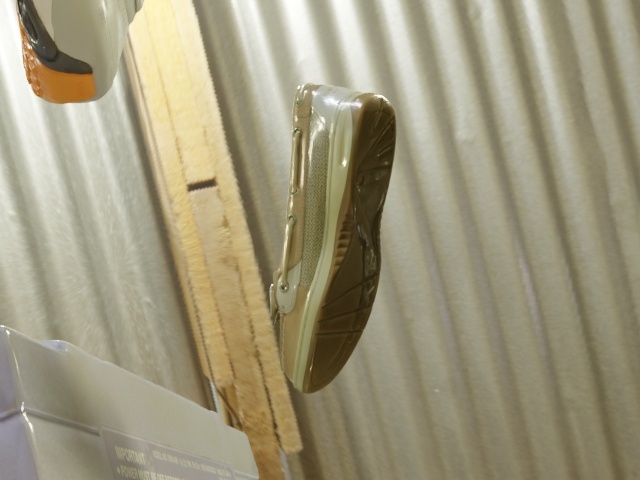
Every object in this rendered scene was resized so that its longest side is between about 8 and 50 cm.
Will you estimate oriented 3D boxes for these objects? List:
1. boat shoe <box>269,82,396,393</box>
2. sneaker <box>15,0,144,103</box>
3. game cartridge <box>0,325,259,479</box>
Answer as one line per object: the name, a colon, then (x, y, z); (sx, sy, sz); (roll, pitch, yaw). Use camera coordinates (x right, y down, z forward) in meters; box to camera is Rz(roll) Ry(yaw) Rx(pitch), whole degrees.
boat shoe: (-0.001, 0.000, 0.509); (0.048, 0.056, 0.153); (16, -74, 30)
sneaker: (-0.088, -0.179, 0.518); (0.121, 0.099, 0.262); (5, -121, -9)
game cartridge: (-0.074, 0.181, 0.496); (0.068, 0.355, 0.230); (-25, -110, 3)
